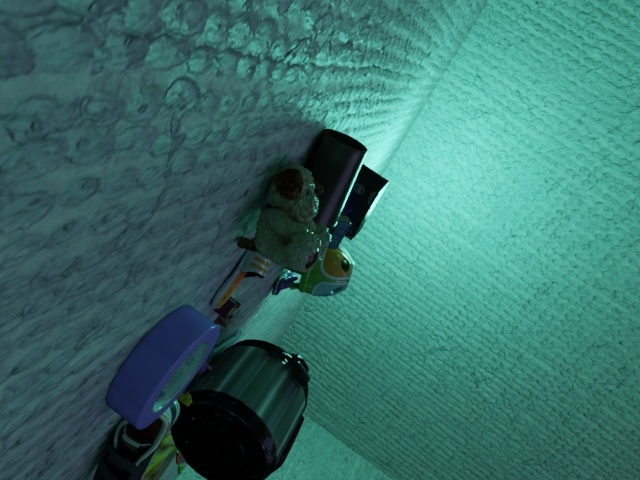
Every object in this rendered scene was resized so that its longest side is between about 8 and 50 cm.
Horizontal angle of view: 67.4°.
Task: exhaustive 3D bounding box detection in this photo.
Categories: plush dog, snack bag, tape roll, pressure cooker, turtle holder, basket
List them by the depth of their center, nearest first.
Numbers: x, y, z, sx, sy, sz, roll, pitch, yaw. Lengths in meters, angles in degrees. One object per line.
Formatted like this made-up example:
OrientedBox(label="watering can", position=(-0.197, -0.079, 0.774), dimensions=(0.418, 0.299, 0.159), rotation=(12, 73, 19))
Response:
OrientedBox(label="tape roll", position=(-0.349, 0.284, 1.091), dimensions=(0.275, 0.090, 0.275), rotation=(-55, 173, -10))
OrientedBox(label="plush dog", position=(-0.075, -0.067, 1.126), dimensions=(0.262, 0.210, 0.226), rotation=(-29, 134, -80))
OrientedBox(label="basket", position=(0.022, -0.171, 1.297), dimensions=(0.227, 0.154, 0.204), rotation=(-63, 177, 23))
OrientedBox(label="pressure cooker", position=(-0.237, 0.539, 1.602), dimensions=(0.420, 0.369, 0.376), rotation=(-50, 151, -61))
OrientedBox(label="snack bag", position=(-0.425, 0.499, 1.758), dimensions=(0.343, 0.037, 0.323), rotation=(-60, 173, 5))
OrientedBox(label="turtle holder", position=(0.006, 0.141, 2.001), dimensions=(0.243, 0.227, 0.320), rotation=(-74, -179, -54))

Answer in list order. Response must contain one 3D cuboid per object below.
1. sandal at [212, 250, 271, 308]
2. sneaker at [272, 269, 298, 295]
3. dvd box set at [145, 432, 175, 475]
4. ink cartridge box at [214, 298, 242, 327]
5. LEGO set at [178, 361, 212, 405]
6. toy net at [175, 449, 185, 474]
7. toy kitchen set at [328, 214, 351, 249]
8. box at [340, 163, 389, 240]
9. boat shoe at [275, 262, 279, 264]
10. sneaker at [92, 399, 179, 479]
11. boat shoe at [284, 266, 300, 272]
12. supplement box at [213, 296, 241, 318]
OrientedBox(label="sandal", position=(-0.191, 0.091, 1.317), dimensions=(0.265, 0.076, 0.102), rotation=(-55, 173, -7))
OrientedBox(label="sneaker", position=(-0.147, 0.182, 2.041), dimensions=(0.170, 0.071, 0.068), rotation=(-46, 168, -52))
OrientedBox(label="dvd box set", position=(-0.680, 0.912, 1.800), dimensions=(0.308, 0.062, 0.420), rotation=(-57, 173, 3))
OrientedBox(label="ink cartridge box", position=(-0.292, 0.240, 1.499), dimensions=(0.115, 0.029, 0.063), rotation=(-50, 171, -42))
OrientedBox(label="LEGO set", position=(-0.397, 0.429, 1.395), dimensions=(0.227, 0.093, 0.087), rotation=(-53, 172, -24))
OrientedBox(label="toy net", position=(-0.546, 0.774, 1.853), dimensions=(0.122, 0.045, 0.232), rotation=(-47, 137, -75))
OrientedBox(label="toy kitchen set", position=(0.000, 0.000, 1.550), dimensions=(0.122, 0.207, 0.166), rotation=(-61, -147, 32))
OrientedBox(label="box", position=(0.110, -0.156, 1.776), dimensions=(0.103, 0.184, 0.261), rotation=(-49, 170, -46))
OrientedBox(label="boat shoe", position=(-0.077, 0.047, 1.629), dimensions=(0.207, 0.073, 0.073), rotation=(4, 129, -52))
OrientedBox(label="sneaker", position=(-0.483, 0.537, 1.200), dimensions=(0.321, 0.126, 0.127), rotation=(-61, 175, -8))
OrientedBox(label="boat shoe", position=(-0.036, -0.008, 1.754), dimensions=(0.324, 0.123, 0.116), rotation=(-55, -170, 35))
OrientedBox(label="supplement box", position=(-0.269, 0.194, 1.395), dimensions=(0.055, 0.043, 0.083), rotation=(-54, 172, -5))
